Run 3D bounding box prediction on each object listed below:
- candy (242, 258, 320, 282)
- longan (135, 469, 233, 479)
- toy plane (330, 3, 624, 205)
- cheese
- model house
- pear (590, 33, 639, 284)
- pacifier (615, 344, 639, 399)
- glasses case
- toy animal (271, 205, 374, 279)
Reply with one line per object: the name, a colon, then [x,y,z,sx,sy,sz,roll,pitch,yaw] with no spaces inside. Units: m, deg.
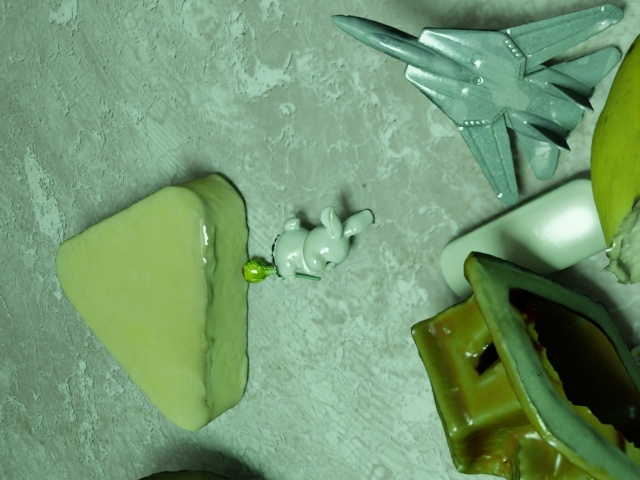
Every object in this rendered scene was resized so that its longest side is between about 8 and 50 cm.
candy: [-0.054,0.048,0.941,0.122,0.035,0.035,6,97,24]
longan: [-0.206,0.540,0.997,0.391,0.391,0.391,12,111,33]
toy plane: [0.138,-0.170,0.671,0.267,0.088,0.212,25,119,6]
cheese: [-0.271,0.070,1.052,0.383,0.104,0.384,12,112,33]
model house: [0.194,0.181,0.682,0.239,0.173,0.268,-49,48,46]
pear: [0.310,-0.102,0.543,0.267,0.266,0.178,-48,51,36]
pacifier: [0.337,0.141,0.678,0.083,0.068,0.064,7,144,52]
glasses case: [0.215,0.003,0.712,0.204,0.051,0.081,-29,91,38]
toy animal: [0.000,0.007,0.859,0.124,0.071,0.085,-7,82,45]
